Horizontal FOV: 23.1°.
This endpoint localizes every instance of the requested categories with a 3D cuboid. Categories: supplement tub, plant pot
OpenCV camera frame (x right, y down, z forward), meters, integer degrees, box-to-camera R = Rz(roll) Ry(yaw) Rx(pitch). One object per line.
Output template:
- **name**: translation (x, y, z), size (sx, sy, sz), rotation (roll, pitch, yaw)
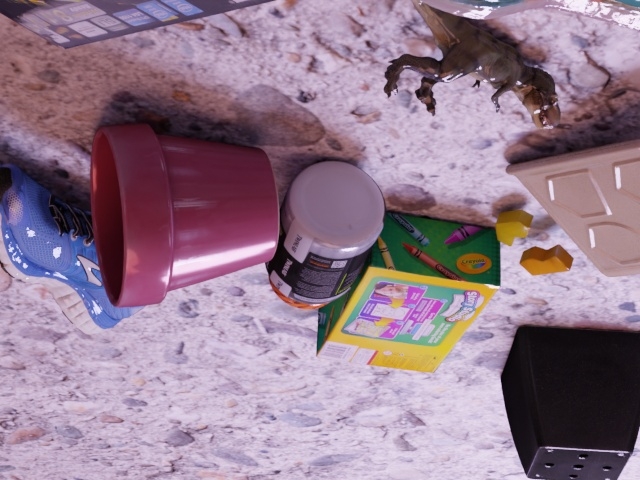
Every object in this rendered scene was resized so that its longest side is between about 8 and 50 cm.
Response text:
- **supplement tub**: translation (0.000, 0.000, 1.820), size (0.117, 0.117, 0.190), rotation (8, 150, -10)
- **plant pot**: translation (0.353, 0.236, 2.166), size (0.187, 0.167, 0.188), rotation (4, 152, -1)
- **plant pot**: translation (-0.148, -0.032, 1.719), size (0.180, 0.201, 0.201), rotation (-4, 154, -18)

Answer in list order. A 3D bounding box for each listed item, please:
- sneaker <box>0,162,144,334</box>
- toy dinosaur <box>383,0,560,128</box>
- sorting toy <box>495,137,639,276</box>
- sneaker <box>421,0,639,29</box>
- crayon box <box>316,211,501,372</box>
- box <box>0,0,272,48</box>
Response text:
- **sneaker**: translation (-0.284, -0.007, 1.860), size (0.147, 0.130, 0.330), rotation (-21, 149, 13)
- **toy dinosaur**: translation (0.128, -0.177, 1.546), size (0.118, 0.064, 0.268), rotation (-33, 137, 26)
- **sorting toy**: translation (0.318, -0.033, 1.773), size (0.307, 0.041, 0.229), rotation (-10, 138, 48)
- **sneaker**: translation (0.205, -0.260, 1.348), size (0.302, 0.108, 0.121), rotation (2, 152, -16)
- **crayon box**: translation (0.106, 0.071, 1.975), size (0.165, 0.081, 0.278), rotation (9, 151, -11)
- **box**: translation (-0.208, -0.285, 1.249), size (0.395, 0.097, 0.318), rotation (-3, 158, 46)
